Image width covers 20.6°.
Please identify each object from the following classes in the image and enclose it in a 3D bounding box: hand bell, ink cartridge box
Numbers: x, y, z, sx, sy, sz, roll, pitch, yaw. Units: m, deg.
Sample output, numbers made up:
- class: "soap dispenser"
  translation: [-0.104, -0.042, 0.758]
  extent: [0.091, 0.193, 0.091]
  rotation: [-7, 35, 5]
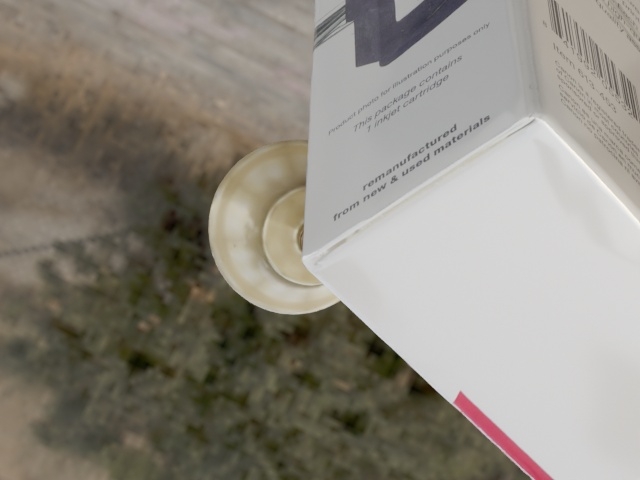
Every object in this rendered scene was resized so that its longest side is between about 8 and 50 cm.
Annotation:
- class: "hand bell"
  translation: [0.000, 0.000, 1.148]
  extent: [0.126, 0.126, 0.242]
  rotation: [27, 180, -10]
- class: "ink cartridge box"
  translation: [0.085, -0.037, 0.670]
  extent: [0.172, 0.100, 0.237]
  rotation: [44, -152, -28]
